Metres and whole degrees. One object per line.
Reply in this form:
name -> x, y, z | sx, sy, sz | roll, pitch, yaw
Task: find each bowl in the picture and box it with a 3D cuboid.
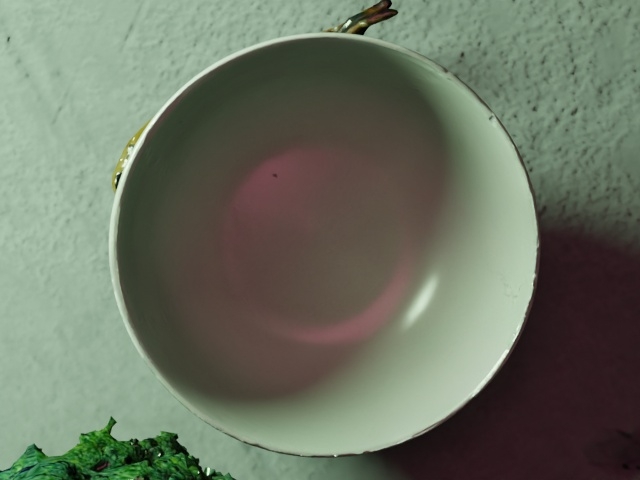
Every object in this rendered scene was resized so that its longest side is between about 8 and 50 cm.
bowl -> 0.000, 0.000, 1.018 | 0.287, 0.144, 0.286 | 0, 94, -4

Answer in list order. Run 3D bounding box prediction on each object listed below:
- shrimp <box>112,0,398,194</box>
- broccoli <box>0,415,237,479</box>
shrimp -> -0.039, -0.084, 1.116 | 0.262, 0.066, 0.117 | -28, 79, 10
broccoli -> -0.144, 0.246, 0.936 | 0.295, 0.245, 0.265 | 12, 84, -17
